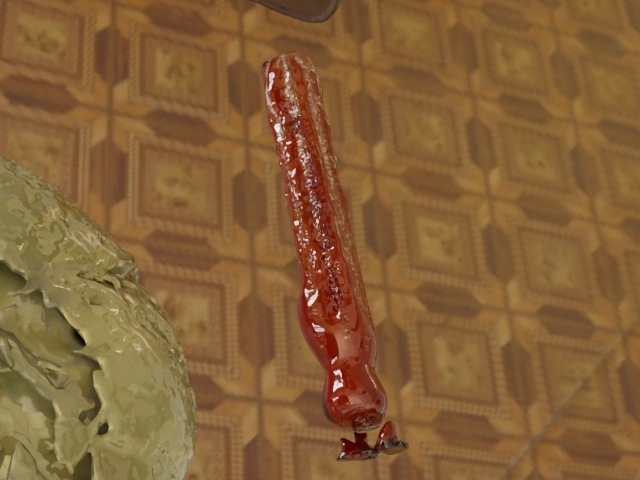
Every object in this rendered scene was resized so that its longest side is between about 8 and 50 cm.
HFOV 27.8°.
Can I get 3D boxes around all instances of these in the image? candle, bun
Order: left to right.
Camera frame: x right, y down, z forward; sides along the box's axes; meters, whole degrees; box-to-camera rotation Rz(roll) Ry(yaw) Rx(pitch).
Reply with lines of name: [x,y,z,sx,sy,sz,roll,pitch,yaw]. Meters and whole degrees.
bun: [-0.189,0.071,0.602,0.259,0.152,0.259,3,78,-12]
candle: [0.000,0.000,0.928,0.051,0.048,0.329,5,59,-31]

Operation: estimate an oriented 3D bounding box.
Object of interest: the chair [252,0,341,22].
chair: [-0.095,-0.250,0.734,0.326,0.176,0.183,16,38,20]
